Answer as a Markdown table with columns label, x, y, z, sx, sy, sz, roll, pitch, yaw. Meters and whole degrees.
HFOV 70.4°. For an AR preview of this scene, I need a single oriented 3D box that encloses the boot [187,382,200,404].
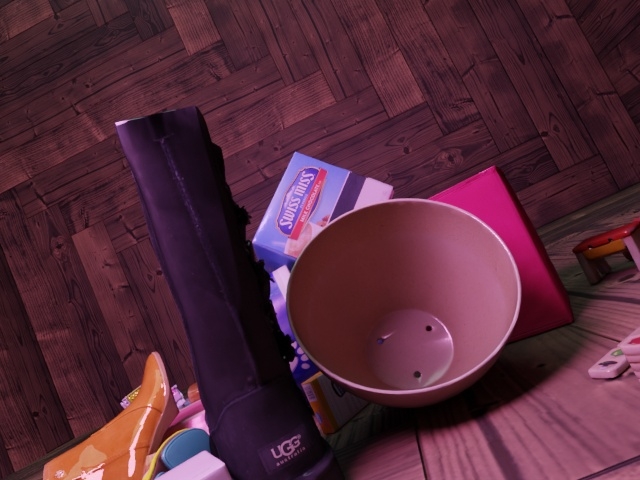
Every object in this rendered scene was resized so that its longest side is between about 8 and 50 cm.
| label | x | y | z | sx | sy | sz | roll | pitch | yaw |
| --- | --- | --- | --- | --- | --- | --- | --- | --- | --- |
| boot | -0.218 | 0.359 | 1.290 | 0.281 | 0.096 | 0.264 | -30 | 3 | -1 |

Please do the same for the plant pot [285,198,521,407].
| label | x | y | z | sx | sy | sz | roll | pitch | yaw |
| --- | --- | --- | --- | --- | --- | --- | --- | --- | --- |
| plant pot | 0.115 | 0.108 | 0.630 | 0.284 | 0.284 | 0.190 | -24 | -41 | -4 |

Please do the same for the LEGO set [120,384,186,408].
| label | x | y | z | sx | sy | sz | roll | pitch | yaw |
| --- | --- | --- | --- | --- | --- | --- | --- | --- | --- |
| LEGO set | -0.487 | 0.465 | 1.147 | 0.287 | 0.107 | 0.132 | -40 | 7 | -28 |

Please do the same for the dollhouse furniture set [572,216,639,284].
| label | x | y | z | sx | sy | sz | roll | pitch | yaw |
| --- | --- | --- | --- | --- | --- | --- | --- | --- | --- |
| dollhouse furniture set | 0.620 | -0.075 | 0.736 | 0.202 | 0.152 | 0.374 | -20 | -8 | -37 |

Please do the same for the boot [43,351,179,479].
| label | x | y | z | sx | sy | sz | roll | pitch | yaw |
| --- | --- | --- | --- | --- | --- | --- | --- | --- | --- |
| boot | -0.348 | 0.327 | 0.769 | 0.212 | 0.295 | 0.104 | -17 | -53 | -19 |

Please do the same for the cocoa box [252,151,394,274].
| label | x | y | z | sx | sy | sz | roll | pitch | yaw |
| --- | --- | --- | --- | --- | --- | --- | --- | --- | --- |
| cocoa box | 0.000 | 0.000 | 1.063 | 0.347 | 0.228 | 0.231 | 98 | -165 | -71 |

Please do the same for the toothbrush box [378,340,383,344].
| label | x | y | z | sx | sy | sz | roll | pitch | yaw |
| --- | --- | --- | --- | --- | --- | --- | --- | --- | --- |
| toothbrush box | 0.098 | 0.235 | 1.187 | 0.284 | 0.122 | 0.206 | -25 | -7 | -6 |

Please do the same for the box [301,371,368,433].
| label | x | y | z | sx | sy | sz | roll | pitch | yaw |
| --- | --- | --- | --- | --- | --- | --- | --- | --- | --- |
| box | 0.037 | 0.230 | 0.710 | 0.028 | 0.081 | 0.136 | -31 | -9 | 38 |

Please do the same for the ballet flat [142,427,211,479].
| label | x | y | z | sx | sy | sz | roll | pitch | yaw |
| --- | --- | --- | --- | --- | --- | --- | --- | --- | --- |
| ballet flat | -0.219 | 0.337 | 0.620 | 0.077 | 0.077 | 0.231 | -39 | 2 | 6 |

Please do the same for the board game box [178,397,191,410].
| label | x | y | z | sx | sy | sz | roll | pitch | yaw |
| --- | --- | --- | --- | --- | --- | --- | --- | --- | --- |
| board game box | -0.293 | 0.460 | 1.314 | 0.318 | 0.065 | 0.319 | -19 | -8 | -43 |

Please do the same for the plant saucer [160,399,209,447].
| label | x | y | z | sx | sy | sz | roll | pitch | yaw |
| --- | --- | --- | --- | --- | --- | --- | --- | --- | --- |
| plant saucer | -0.244 | 0.387 | 0.949 | 0.333 | 0.084 | 0.332 | -24 | -7 | -3 |

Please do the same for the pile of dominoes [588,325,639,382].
| label | x | y | z | sx | sy | sz | roll | pitch | yaw |
| --- | --- | --- | --- | --- | --- | --- | --- | --- | --- |
| pile of dominoes | 0.385 | 0.059 | 0.421 | 0.251 | 0.040 | 0.196 | -22 | -7 | -29 |

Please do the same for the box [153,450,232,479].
| label | x | y | z | sx | sy | sz | roll | pitch | yaw |
| --- | --- | --- | --- | --- | --- | --- | --- | --- | --- |
| box | -0.129 | 0.270 | 0.431 | 0.101 | 0.087 | 0.102 | -22 | -7 | -29 |

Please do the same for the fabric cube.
| label | x | y | z | sx | sy | sz | roll | pitch | yaw |
| --- | --- | --- | --- | --- | --- | --- | --- | --- | --- |
| fabric cube | 0.264 | 0.043 | 0.826 | 0.259 | 0.258 | 0.254 | -28 | -6 | 26 |

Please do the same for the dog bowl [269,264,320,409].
| label | x | y | z | sx | sy | sz | roll | pitch | yaw |
| --- | --- | --- | --- | --- | --- | --- | --- | --- | --- |
| dog bowl | -0.047 | 0.186 | 0.877 | 0.104 | 0.264 | 0.265 | -30 | -6 | -4 |

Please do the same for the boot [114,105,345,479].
| label | x | y | z | sx | sy | sz | roll | pitch | yaw |
| --- | --- | --- | --- | --- | --- | --- | --- | --- | --- |
| boot | -0.143 | 0.100 | 0.612 | 0.146 | 0.444 | 0.367 | -22 | -7 | -26 |
